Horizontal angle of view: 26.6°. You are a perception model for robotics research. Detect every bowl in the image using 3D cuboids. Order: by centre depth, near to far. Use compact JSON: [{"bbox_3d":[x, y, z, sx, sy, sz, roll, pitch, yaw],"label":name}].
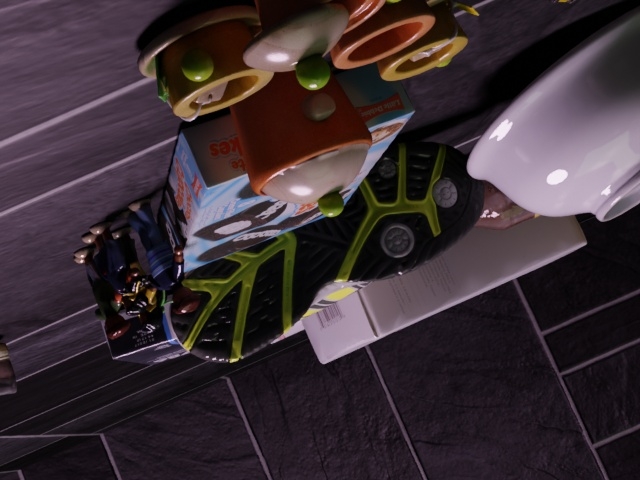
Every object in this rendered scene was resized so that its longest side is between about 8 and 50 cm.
[{"bbox_3d":[0.310,-0.113,1.415,0.298,0.134,0.298,-34,167,-9],"label":"bowl"}]

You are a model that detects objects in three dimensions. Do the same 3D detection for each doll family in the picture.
[{"bbox_3d":[-0.175,0.037,1.290,0.076,0.111,0.193,-21,171,-20],"label":"doll family"}]

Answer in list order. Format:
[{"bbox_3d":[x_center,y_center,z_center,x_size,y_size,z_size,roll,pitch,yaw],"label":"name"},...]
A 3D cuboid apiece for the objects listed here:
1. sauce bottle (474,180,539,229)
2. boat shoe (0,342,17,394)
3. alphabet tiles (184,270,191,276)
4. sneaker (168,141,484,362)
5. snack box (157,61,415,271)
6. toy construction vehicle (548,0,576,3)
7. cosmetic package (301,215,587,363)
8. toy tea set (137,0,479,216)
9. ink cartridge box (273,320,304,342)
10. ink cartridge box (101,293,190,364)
[{"bbox_3d":[0.268,-0.083,1.762,0.344,0.111,0.111,-24,172,-3],"label":"sauce bottle"},{"bbox_3d":[-0.462,0.188,1.570,0.223,0.073,0.080,-22,171,-11],"label":"boat shoe"},{"bbox_3d":[-0.029,-0.016,1.668,0.278,0.021,0.284,-18,170,-35],"label":"alphabet tiles"},{"bbox_3d":[0.000,0.000,1.493,0.384,0.145,0.147,-25,-175,-12],"label":"sneaker"},{"bbox_3d":[-0.044,-0.059,1.225,0.187,0.060,0.322,-22,171,-14],"label":"snack box"},{"bbox_3d":[0.236,-0.225,1.073,0.086,0.035,0.098,-5,160,-32],"label":"toy construction vehicle"},{"bbox_3d":[0.165,0.027,1.968,0.385,0.156,0.217,-21,174,-25],"label":"cosmetic package"},{"bbox_3d":[0.003,-0.098,0.888,0.200,0.124,0.336,-26,172,16],"label":"toy tea set"},{"bbox_3d":[-0.010,0.087,2.157,0.190,0.082,0.139,-22,171,-1],"label":"ink cartridge box"},{"bbox_3d":[-0.184,0.117,1.859,0.165,0.065,0.333,-18,174,2],"label":"ink cartridge box"}]
